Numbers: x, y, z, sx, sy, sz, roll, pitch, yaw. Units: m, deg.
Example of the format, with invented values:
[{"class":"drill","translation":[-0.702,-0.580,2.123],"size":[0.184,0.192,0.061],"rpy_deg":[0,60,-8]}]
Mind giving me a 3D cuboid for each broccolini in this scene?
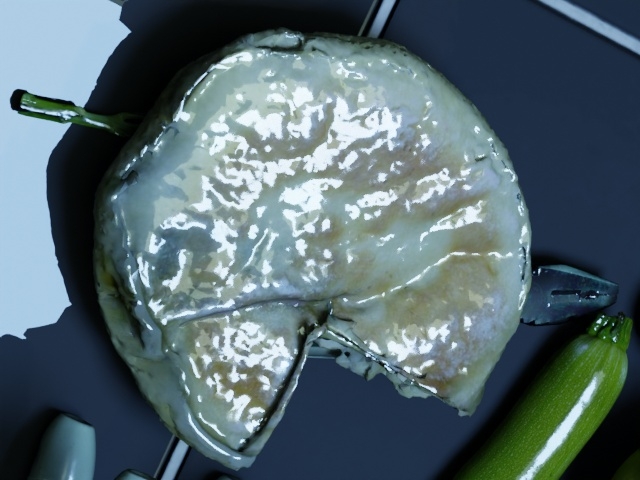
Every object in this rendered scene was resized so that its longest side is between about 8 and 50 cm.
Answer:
[{"class":"broccolini","translation":[-0.144,-0.076,1.313],"size":[0.140,0.030,0.035],"rpy_deg":[11,135,-22]}]

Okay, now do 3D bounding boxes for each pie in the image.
[{"class":"pie","translation":[0.000,0.000,1.331],"size":[0.337,0.075,0.337],"rpy_deg":[-4,102,-19]}]

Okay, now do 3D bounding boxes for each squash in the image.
[{"class":"squash","translation":[0.165,0.163,1.488],"size":[0.069,0.069,0.258],"rpy_deg":[43,85,-27]}]

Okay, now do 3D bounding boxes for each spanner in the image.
[{"class":"spanner","translation":[0.082,0.045,1.434],"size":[0.325,0.040,0.095],"rpy_deg":[-1,103,-23]}]

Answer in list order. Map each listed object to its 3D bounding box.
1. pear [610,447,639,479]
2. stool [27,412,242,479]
[{"class":"pear","translation":[0.355,0.260,1.500],"size":[0.307,0.253,0.253],"rpy_deg":[10,100,-39]},{"class":"stool","translation":[-0.123,0.253,1.311],"size":[0.195,0.195,0.198],"rpy_deg":[26,91,-27]}]
